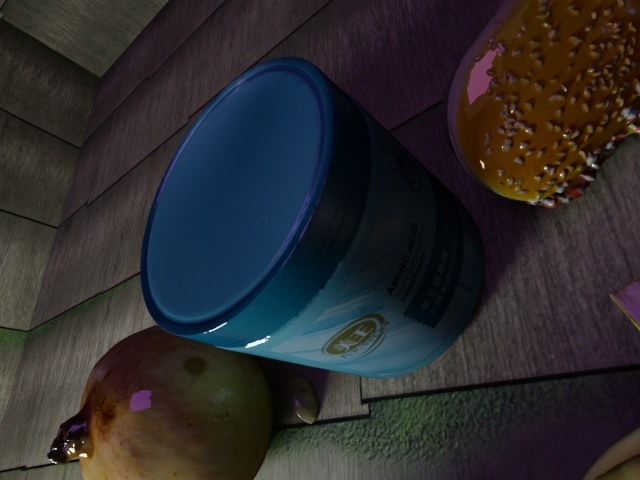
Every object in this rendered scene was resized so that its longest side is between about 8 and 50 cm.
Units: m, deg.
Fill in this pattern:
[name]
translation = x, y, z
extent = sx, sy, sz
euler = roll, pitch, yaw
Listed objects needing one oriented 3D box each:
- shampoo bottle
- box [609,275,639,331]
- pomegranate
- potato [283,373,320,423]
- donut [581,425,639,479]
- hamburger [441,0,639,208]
[shampoo bottle]
translation = 0.000, 0.000, 0.607
extent = 0.331, 0.342, 0.332
euler = -21, 56, 35
[box]
translation = 0.302, 0.030, 0.310
extent = 0.156, 0.022, 0.089
euler = -42, 45, 21
[pomegranate]
translation = -0.250, 0.287, 0.722
extent = 0.338, 0.338, 0.339
euler = -22, 56, 36
[potato]
translation = -0.035, 0.251, 0.739
extent = 0.037, 0.036, 0.093
euler = -54, 42, 14
[donut]
translation = 0.261, 0.311, 0.217
extent = 0.449, 0.198, 0.450
euler = -162, 90, -76
[hamburger]
translation = 0.278, -0.188, 0.526
extent = 0.295, 0.227, 0.151
euler = -55, 19, 12
